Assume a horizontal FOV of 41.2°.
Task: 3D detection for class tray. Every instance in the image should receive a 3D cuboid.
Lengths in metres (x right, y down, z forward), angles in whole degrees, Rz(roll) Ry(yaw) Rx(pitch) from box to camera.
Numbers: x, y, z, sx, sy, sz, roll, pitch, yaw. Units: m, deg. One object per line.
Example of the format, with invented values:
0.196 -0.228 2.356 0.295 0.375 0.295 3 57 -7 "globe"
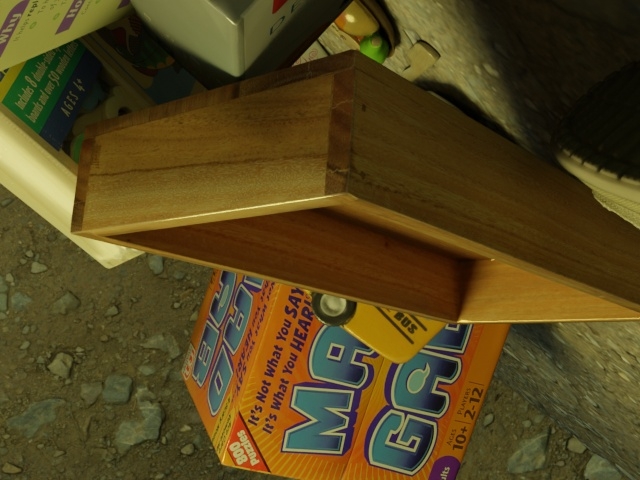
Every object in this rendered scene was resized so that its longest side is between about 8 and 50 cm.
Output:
0.069 -0.005 0.574 0.202 0.076 0.411 -6 164 40 "tray"

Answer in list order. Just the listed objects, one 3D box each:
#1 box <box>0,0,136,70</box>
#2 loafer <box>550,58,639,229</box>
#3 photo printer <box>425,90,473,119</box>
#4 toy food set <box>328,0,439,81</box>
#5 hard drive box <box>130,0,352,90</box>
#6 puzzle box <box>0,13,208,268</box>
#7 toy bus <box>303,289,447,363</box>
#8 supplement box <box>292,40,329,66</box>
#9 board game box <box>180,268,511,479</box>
-0.131 -0.193 0.377 0.117 0.213 0.243 43 -145 -3 "box"
0.213 -0.017 0.386 0.092 0.102 0.268 52 172 -32 "loafer"
0.133 -0.044 0.911 0.256 0.107 0.307 44 176 -15 "photo printer"
0.017 -0.209 0.783 0.192 0.038 0.132 43 177 -2 "toy food set"
-0.014 -0.172 0.432 0.089 0.181 0.232 43 177 -2 "hard drive box"
-0.170 -0.217 0.606 0.272 0.052 0.409 44 -141 -33 "puzzle box"
0.000 0.000 0.975 0.332 0.130 0.108 45 178 6 "toy bus"
-0.023 -0.172 1.084 0.220 0.111 0.114 47 176 -39 "supplement box"
0.029 0.140 1.321 0.356 0.356 0.356 17 -174 -20 "board game box"
